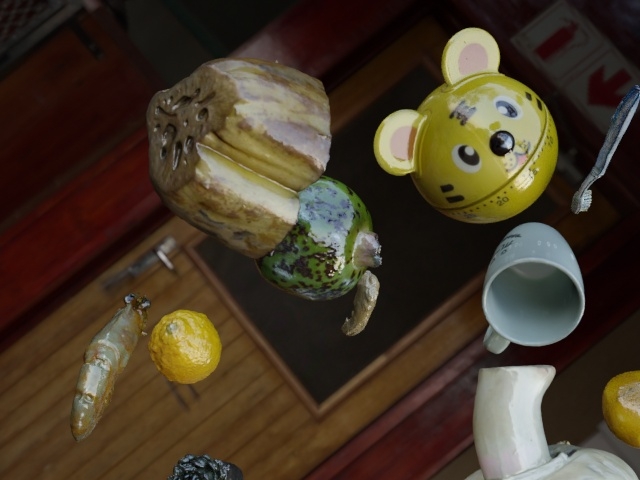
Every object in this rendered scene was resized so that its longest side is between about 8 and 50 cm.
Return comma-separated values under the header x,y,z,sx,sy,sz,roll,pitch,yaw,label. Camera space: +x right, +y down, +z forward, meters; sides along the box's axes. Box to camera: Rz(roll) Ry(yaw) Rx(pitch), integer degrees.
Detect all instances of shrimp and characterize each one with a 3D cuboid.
x,y,z,sx,sy,sz,roll,pitch,yaw,label
-0.312,0.178,1.423,0.062,0.154,0.294,21,38,2,shrimp

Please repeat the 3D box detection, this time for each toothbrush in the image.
x,y,z,sx,sy,sz,roll,pitch,yaw,label
0.569,-0.171,1.901,0.413,0.042,0.035,93,-18,-60,toothbrush

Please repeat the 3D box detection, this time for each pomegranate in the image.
x,y,z,sx,sy,sz,roll,pitch,yaw,label
0.000,0.000,1.825,0.271,0.254,0.254,13,-18,22,pomegranate

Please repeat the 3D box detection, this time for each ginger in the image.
x,y,z,sx,sy,sz,roll,pitch,yaw,label
0.089,0.150,2.125,0.051,0.173,0.069,11,28,-30,ginger

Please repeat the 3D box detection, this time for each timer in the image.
x,y,z,sx,sy,sz,roll,pitch,yaw,label
0.333,-0.228,2.109,0.387,0.376,0.376,43,3,-30,timer

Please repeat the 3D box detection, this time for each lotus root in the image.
x,y,z,sx,sy,sz,roll,pitch,yaw,label
-0.131,-0.136,1.505,0.250,0.316,0.316,18,20,-38,lotus root

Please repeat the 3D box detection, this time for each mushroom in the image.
x,y,z,sx,sy,sz,roll,pitch,yaw,label
0.334,0.388,1.427,0.315,0.356,0.315,20,-30,12,mushroom

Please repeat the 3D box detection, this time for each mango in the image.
x,y,z,sx,sy,sz,roll,pitch,yaw,label
0.557,0.273,1.591,0.147,0.109,0.227,31,31,31,mango

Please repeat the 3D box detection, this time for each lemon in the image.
x,y,z,sx,sy,sz,roll,pitch,yaw,label
-0.272,0.209,1.900,0.142,0.142,0.187,50,-13,30,lemon

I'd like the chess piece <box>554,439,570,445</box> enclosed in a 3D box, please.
x,y,z,sx,sy,sz,roll,pitch,yaw,label
0.459,0.475,2.062,0.060,0.172,0.060,44,38,-49,chess piece

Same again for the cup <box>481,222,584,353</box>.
x,y,z,sx,sy,sz,roll,pitch,yaw,label
0.399,0.099,1.875,0.186,0.258,0.234,29,26,-1,cup

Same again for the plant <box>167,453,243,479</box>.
x,y,z,sx,sy,sz,roll,pitch,yaw,label
-0.187,0.402,1.569,0.092,0.094,0.143,4,-14,26,plant
